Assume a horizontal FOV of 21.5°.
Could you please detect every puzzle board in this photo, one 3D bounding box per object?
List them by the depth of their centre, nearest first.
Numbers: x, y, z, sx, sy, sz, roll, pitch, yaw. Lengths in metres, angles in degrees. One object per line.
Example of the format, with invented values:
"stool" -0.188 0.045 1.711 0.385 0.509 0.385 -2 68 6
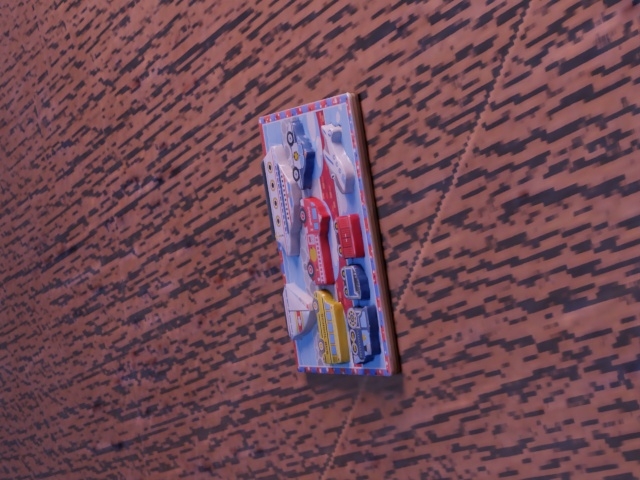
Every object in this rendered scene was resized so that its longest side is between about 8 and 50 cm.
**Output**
"puzzle board" 0.000 0.000 0.790 0.096 0.011 0.128 -7 91 62
